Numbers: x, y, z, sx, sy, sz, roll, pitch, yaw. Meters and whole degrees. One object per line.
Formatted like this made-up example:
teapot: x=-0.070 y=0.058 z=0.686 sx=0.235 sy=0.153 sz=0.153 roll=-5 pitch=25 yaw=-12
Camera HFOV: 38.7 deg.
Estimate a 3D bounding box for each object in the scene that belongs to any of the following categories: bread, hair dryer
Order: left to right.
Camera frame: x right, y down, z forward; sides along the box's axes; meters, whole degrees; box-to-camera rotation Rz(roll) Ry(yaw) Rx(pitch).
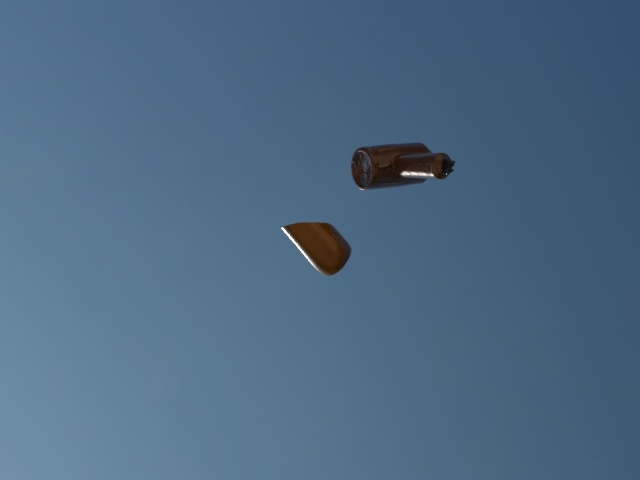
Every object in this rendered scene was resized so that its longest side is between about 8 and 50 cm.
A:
bread: x=0.000 y=-0.001 z=1.281 sx=0.103 sy=0.049 sz=0.062 roll=50 pitch=-118 yaw=-16
hair dryer: x=0.134 y=-0.102 z=1.265 sx=0.182 sy=0.117 sz=0.064 roll=11 pitch=-74 yaw=61
